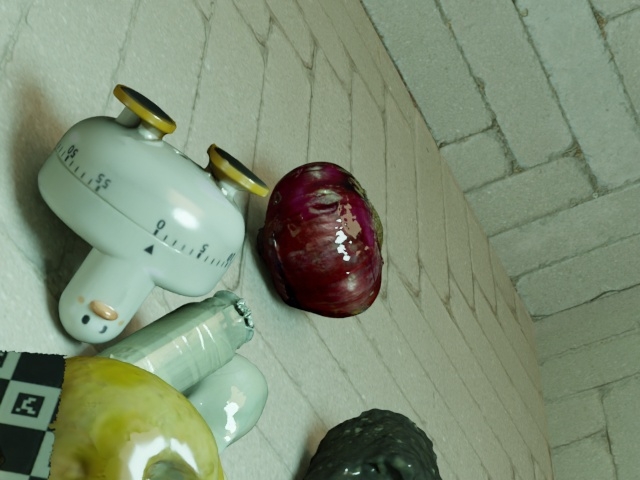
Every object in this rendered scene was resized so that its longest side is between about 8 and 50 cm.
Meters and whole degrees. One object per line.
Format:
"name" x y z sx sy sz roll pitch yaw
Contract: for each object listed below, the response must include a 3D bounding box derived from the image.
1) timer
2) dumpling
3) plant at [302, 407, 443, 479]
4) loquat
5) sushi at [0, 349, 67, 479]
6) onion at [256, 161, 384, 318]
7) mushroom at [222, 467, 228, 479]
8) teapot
"timer" -0.204 -0.017 1.409 0.233 0.240 0.233 35 6 -4
"dumpling" -0.140 0.173 1.486 0.151 0.124 0.229 33 13 6
"plant" 0.074 0.364 1.742 0.199 0.189 0.276 60 19 -23
"loquat" -0.199 0.204 1.069 0.244 0.244 0.243 55 22 -36
"sushi" -0.298 0.156 0.942 0.192 0.210 0.040 -92 -173 -45
"onion" 0.000 0.000 1.941 0.246 0.190 0.246 -8 90 -89
"mushroom" -0.141 0.278 1.326 0.154 0.123 0.154 -12 90 -67
"teapot" -0.170 0.122 1.391 0.200 0.107 0.077 -30 109 -43
